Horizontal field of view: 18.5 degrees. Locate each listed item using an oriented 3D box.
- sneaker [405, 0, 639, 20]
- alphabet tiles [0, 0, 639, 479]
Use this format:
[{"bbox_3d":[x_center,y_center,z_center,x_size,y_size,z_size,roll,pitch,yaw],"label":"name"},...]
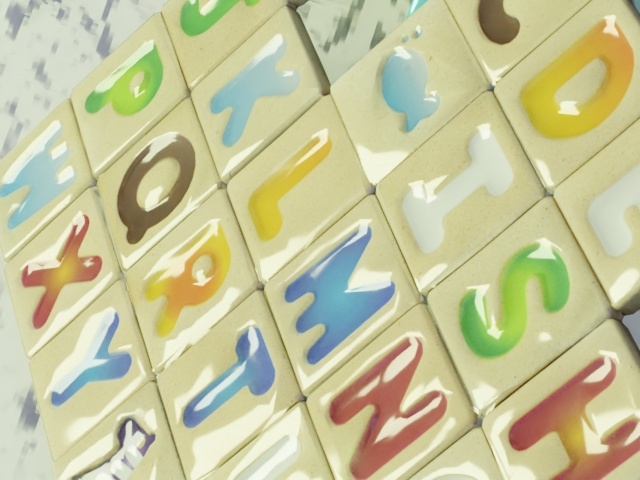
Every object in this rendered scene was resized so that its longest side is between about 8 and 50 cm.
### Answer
[{"bbox_3d":[0.141,-0.021,0.552,0.208,0.127,0.319,-19,68,-6],"label":"sneaker"},{"bbox_3d":[0.000,0.000,0.498,0.198,0.009,0.237,-40,44,18],"label":"alphabet tiles"}]
